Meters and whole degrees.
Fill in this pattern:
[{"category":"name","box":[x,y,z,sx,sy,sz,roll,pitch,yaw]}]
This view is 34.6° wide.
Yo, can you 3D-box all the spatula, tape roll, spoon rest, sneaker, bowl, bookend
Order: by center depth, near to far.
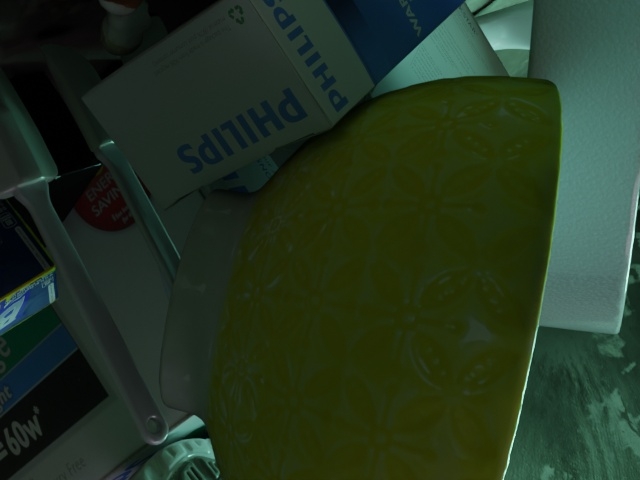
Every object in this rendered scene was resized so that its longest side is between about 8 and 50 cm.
[{"category":"bowl","box":[0.009,0.046,0.524,0.289,0.156,0.289,12,90,-86]},{"category":"spatula","box":[-0.106,-0.011,0.601,0.168,0.242,0.019,-24,177,-45]},{"category":"bookend","box":[-0.241,-0.015,0.632,0.156,0.072,0.157,-24,165,-45]},{"category":"tape roll","box":[0.199,-0.126,0.744,0.072,0.392,0.392,5,178,15]},{"category":"sneaker","box":[-0.090,0.197,0.769,0.115,0.090,0.232,-35,168,27]},{"category":"spoon rest","box":[0.124,-0.165,0.967,0.084,0.137,0.276,8,-152,40]}]

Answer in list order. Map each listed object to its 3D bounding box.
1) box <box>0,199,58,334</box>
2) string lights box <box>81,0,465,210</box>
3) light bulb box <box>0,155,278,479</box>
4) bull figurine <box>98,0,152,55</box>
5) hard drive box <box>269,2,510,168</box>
[{"category":"box","box":[-0.229,0.048,0.563,0.169,0.054,0.059,-35,169,-23]},{"category":"string lights box","box":[0.006,-0.128,0.571,0.133,0.076,0.259,-21,-161,43]},{"category":"light bulb box","box":[-0.107,0.048,0.892,0.358,0.225,0.361,-39,169,28]},{"category":"bull figurine","box":[-0.069,-0.165,0.420,0.310,0.101,0.188,-28,177,4]},{"category":"hard drive box","box":[0.075,-0.074,0.752,0.089,0.181,0.232,-23,-156,31]}]
